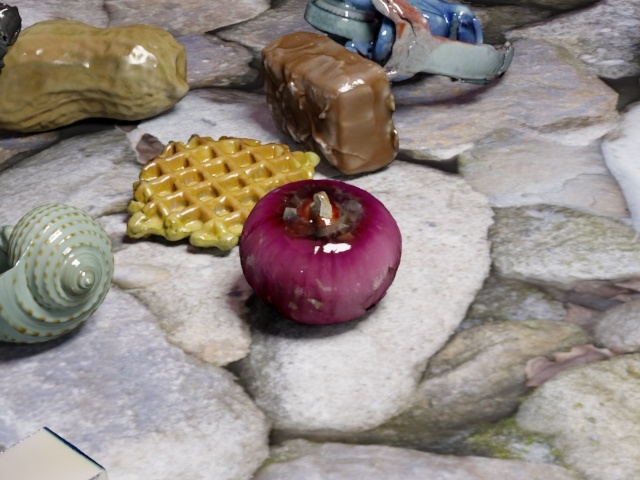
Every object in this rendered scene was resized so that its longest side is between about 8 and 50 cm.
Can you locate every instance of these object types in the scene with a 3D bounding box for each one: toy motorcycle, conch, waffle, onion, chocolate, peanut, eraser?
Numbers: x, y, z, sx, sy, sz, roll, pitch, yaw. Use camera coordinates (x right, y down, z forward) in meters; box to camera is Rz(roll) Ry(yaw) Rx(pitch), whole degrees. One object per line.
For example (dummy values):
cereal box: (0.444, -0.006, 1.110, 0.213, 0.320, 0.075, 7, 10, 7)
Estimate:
toy motorcycle: (0.126, -0.273, 1.931, 0.241, 0.182, 0.319, 51, 30, 13)
conch: (-0.307, 0.043, 1.485, 0.172, 0.131, 0.200, -52, 21, -21)
waffle: (-0.116, -0.059, 1.704, 0.237, 0.059, 0.243, 4, 35, 9)
onion: (0.000, 0.008, 1.483, 0.177, 0.153, 0.177, -7, 19, 3)
chocolate: (0.007, -0.175, 1.782, 0.093, 0.148, 0.214, -25, 34, -20)
peanut: (-0.333, -0.242, 1.923, 0.291, 0.143, 0.159, -7, 72, -3)
eraser: (-0.284, 0.235, 1.265, 0.104, 0.023, 0.150, 24, 42, 39)

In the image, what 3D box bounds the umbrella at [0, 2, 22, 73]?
umbrella: (-0.493, -0.179, 1.759, 0.128, 0.154, 0.337, 5, 69, 27)
